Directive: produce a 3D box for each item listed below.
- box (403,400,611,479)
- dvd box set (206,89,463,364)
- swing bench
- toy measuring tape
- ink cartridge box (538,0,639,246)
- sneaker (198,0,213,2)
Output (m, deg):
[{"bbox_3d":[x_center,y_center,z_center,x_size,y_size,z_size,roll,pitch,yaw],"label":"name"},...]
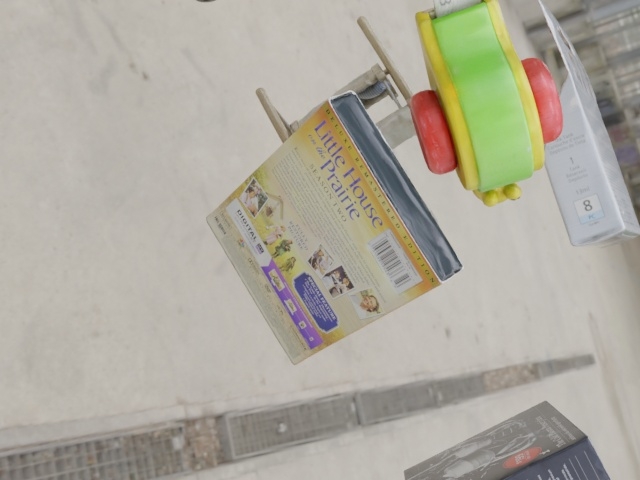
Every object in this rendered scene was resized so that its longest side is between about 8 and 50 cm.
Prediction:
[{"bbox_3d":[0.322,0.446,1.496,0.179,0.312,0.343,62,2,3],"label":"box"},{"bbox_3d":[0.000,0.000,1.369,0.062,0.420,0.308,-29,84,-39],"label":"dvd box set"},{"bbox_3d":[0.052,-0.223,1.607,0.165,0.253,0.255,44,18,-54],"label":"swing bench"},{"bbox_3d":[0.114,-0.138,0.642,0.330,0.121,0.121,68,19,-45],"label":"toy measuring tape"},{"bbox_3d":[0.414,-0.178,1.435,0.308,0.091,0.385,2,69,-65],"label":"ink cartridge box"},{"bbox_3d":[-0.041,-0.409,1.092,0.122,0.330,0.146,32,20,-55],"label":"sneaker"}]
